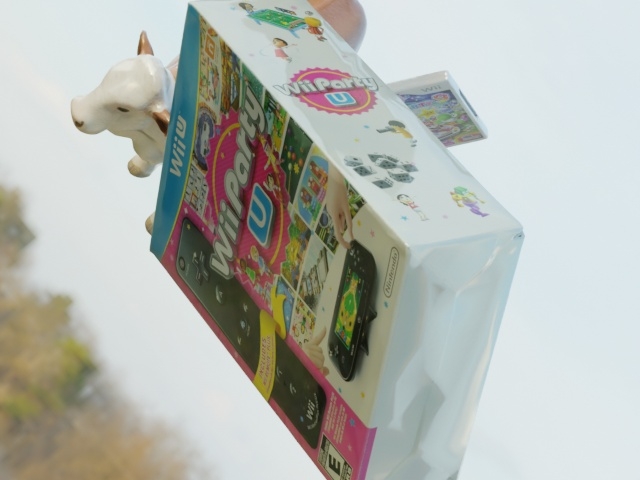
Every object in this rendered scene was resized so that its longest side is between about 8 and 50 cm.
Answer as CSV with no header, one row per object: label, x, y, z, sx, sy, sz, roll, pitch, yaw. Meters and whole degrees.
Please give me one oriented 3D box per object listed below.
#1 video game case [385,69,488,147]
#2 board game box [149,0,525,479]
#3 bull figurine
video game case,0.077,-0.099,1.570,0.122,0.087,0.011,45,37,-62
board game box,0.000,0.000,1.346,0.303,0.097,0.224,50,-40,42
bull figurine,-0.080,-0.114,1.588,0.101,0.310,0.188,48,-41,14
